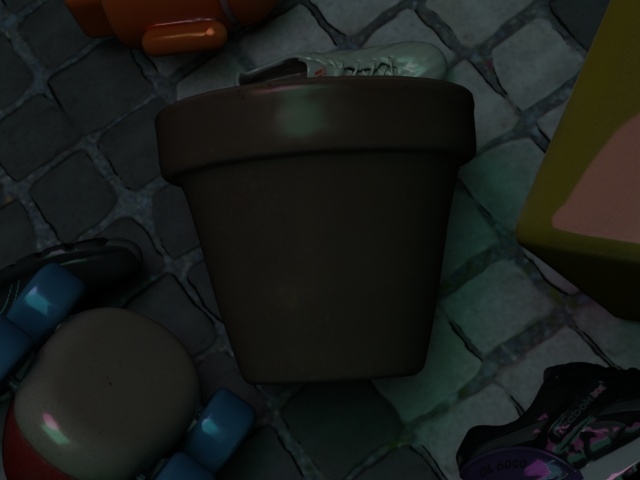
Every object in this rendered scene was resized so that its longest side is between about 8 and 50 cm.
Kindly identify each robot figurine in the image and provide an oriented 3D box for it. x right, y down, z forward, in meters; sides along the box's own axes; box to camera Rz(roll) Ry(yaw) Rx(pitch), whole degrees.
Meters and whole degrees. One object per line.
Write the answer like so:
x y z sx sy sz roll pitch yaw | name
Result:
-0.130 -0.255 1.298 0.219 0.128 0.158 -10 25 9 | robot figurine

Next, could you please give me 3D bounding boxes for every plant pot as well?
0.305 -0.040 1.035 0.187 0.212 0.212 19 82 38 | plant pot
0.000 0.000 1.127 0.263 0.263 0.229 -4 86 11 | plant pot

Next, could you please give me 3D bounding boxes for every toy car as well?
-0.218 0.186 1.143 0.219 0.210 0.238 37 116 -2 | toy car

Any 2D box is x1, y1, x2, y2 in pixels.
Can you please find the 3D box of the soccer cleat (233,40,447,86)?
0.017 -0.143 1.251 0.196 0.076 0.068 -12 67 7 | soccer cleat

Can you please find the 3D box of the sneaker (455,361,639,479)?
0.238 0.130 1.086 0.283 0.107 0.124 -30 60 0 | sneaker

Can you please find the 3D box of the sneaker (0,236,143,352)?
-0.278 0.074 1.239 0.267 0.101 0.106 -21 88 3 | sneaker
